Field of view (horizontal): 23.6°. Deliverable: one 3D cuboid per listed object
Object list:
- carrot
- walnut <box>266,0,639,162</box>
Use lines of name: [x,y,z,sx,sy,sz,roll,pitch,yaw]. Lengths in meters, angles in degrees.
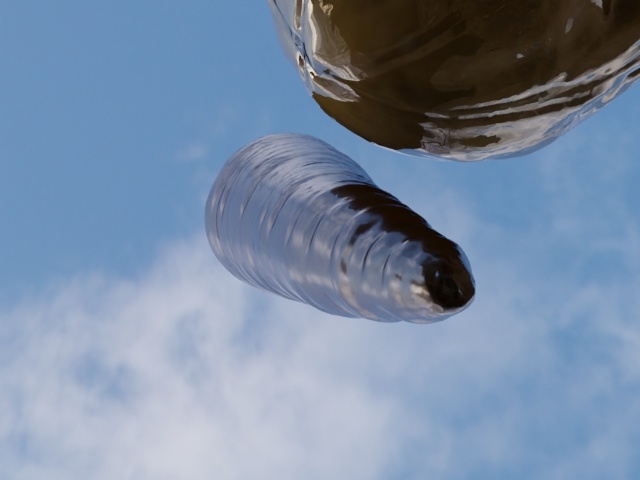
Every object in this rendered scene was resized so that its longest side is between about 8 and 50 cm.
carrot: [0.000,0.000,0.546,0.069,0.336,0.069,-1,-83,-9]
walnut: [0.068,-0.118,0.559,0.197,0.165,0.165,-32,-78,-12]
